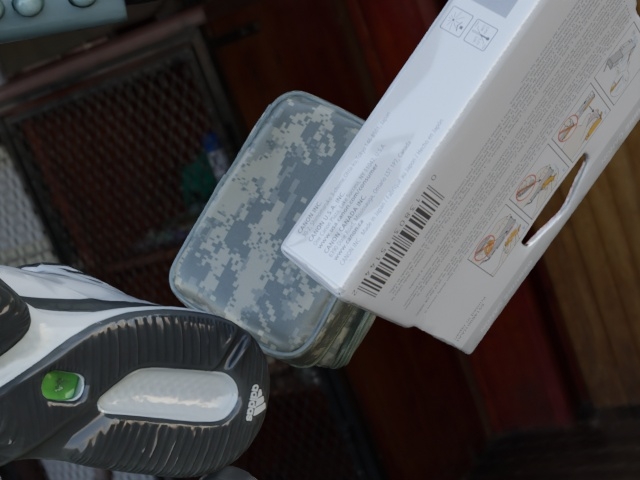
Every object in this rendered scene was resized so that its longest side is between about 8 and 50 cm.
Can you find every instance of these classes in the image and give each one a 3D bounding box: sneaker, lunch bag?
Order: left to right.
[{"bbox_3d":[-0.287,0.082,0.864,0.448,0.169,0.257,17,-5,-32],"label":"sneaker"},{"bbox_3d":[0.000,0.000,1.354,0.305,0.213,0.256,-61,-18,-4],"label":"lunch bag"}]

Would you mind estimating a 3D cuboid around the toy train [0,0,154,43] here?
[{"bbox_3d":[-0.303,-0.265,1.100,0.334,0.142,0.190,-11,40,-13],"label":"toy train"}]

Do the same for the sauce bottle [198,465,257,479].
[{"bbox_3d":[-0.137,0.279,0.780,0.111,0.111,0.344,-13,19,30],"label":"sauce bottle"}]

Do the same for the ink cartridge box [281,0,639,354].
[{"bbox_3d":[0.130,-0.068,0.834,0.296,0.066,0.261,-55,-30,3],"label":"ink cartridge box"}]
